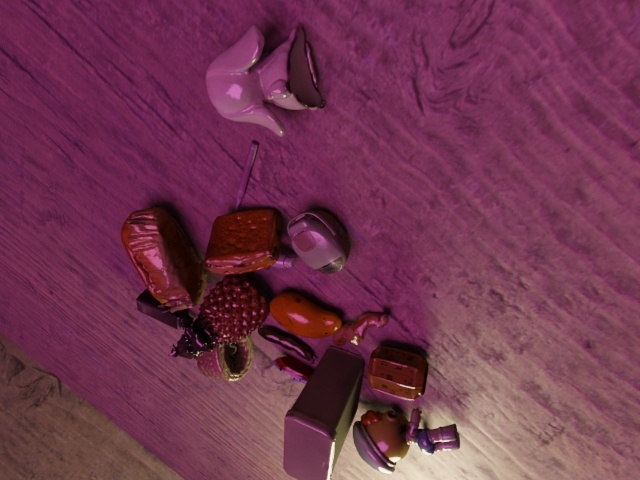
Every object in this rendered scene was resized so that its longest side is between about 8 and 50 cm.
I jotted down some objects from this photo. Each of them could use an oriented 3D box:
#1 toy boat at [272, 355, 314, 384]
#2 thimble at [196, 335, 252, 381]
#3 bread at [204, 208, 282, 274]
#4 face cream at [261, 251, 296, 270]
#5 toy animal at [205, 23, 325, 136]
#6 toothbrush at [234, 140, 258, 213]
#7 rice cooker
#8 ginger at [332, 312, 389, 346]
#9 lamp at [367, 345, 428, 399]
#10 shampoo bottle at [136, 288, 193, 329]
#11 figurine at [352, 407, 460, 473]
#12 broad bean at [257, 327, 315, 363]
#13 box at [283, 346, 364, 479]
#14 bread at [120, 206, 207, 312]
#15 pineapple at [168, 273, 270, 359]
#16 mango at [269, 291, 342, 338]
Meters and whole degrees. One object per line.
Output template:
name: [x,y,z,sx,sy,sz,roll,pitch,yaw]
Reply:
toy boat: [-0.104,0.500,1.867,0.173,0.069,0.058,26,122,4]
thimble: [-0.380,0.433,1.882,0.148,0.196,0.229,-8,119,33]
bread: [-0.231,0.007,1.492,0.235,0.210,0.099,-7,140,11]
face cream: [-0.198,0.047,1.576,0.252,0.101,0.101,13,127,20]
toy animal: [-0.143,-0.379,1.200,0.289,0.174,0.249,-23,109,36]
toothbrush: [-0.246,-0.158,1.505,0.024,0.029,0.354,21,131,-5]
rice cooker: [0.000,0.000,1.425,0.145,0.127,0.206,-28,103,38]
ginger: [0.129,0.297,1.599,0.288,0.075,0.089,-31,76,44]
lamp: [0.252,0.430,1.574,0.185,0.161,0.161,8,125,19]
shampoo bottle: [-0.637,0.289,1.995,0.246,0.079,0.080,22,131,13]
figurine: [0.293,0.706,1.722,0.382,0.205,0.224,-25,114,29]
broad bean: [-0.128,0.383,1.813,0.254,0.046,0.065,27,130,8]
box: [0.017,0.614,1.701,0.177,0.344,0.352,16,128,16]
bread: [-0.553,0.069,1.713,0.183,0.236,0.388,-13,108,16]
pineapple: [-0.359,0.284,1.652,0.223,0.357,0.223,39,153,25]
mango: [-0.056,0.263,1.645,0.262,0.109,0.157,18,132,20]
